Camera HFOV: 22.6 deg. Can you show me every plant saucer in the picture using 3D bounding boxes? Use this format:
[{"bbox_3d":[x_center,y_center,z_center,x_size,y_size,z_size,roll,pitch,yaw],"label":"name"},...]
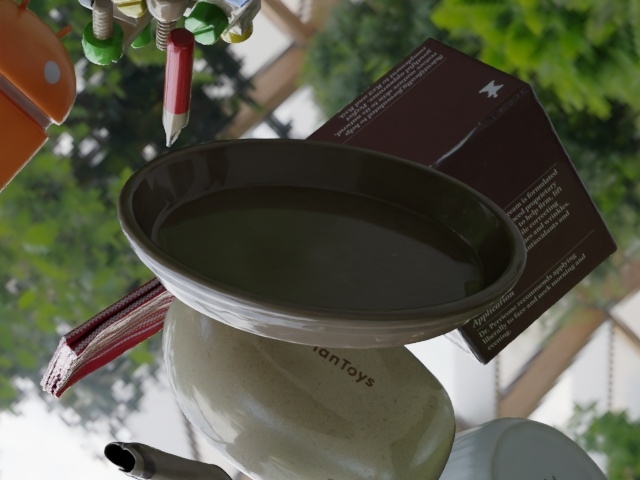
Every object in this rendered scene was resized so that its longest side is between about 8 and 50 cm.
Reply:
[{"bbox_3d":[0.000,0.000,1.086,0.278,0.041,0.278,6,-155,-3],"label":"plant saucer"}]

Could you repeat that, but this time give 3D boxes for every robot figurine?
[{"bbox_3d":[-0.268,-0.091,1.166,0.158,0.219,0.128,44,175,-30],"label":"robot figurine"}]

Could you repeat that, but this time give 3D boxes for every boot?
[{"bbox_3d":[-0.144,0.217,1.493,0.118,0.042,0.087,10,170,43],"label":"boot"}]

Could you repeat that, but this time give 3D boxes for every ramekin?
[{"bbox_3d":[0.189,0.291,1.510,0.273,0.127,0.273,30,-141,-28],"label":"ramekin"}]

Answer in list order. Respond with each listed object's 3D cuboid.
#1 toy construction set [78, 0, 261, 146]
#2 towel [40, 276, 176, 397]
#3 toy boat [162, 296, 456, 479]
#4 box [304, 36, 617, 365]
[{"bbox_3d":[-0.141,-0.219,1.494,0.237,0.258,0.308,101,173,-54],"label":"toy construction set"},{"bbox_3d":[-0.236,0.104,1.907,0.031,0.199,0.275,54,159,5],"label":"towel"},{"bbox_3d":[-0.055,0.170,1.301,0.267,0.148,0.318,38,-131,9],"label":"toy boat"},{"bbox_3d":[0.120,-0.036,1.409,0.203,0.168,0.167,56,170,-33],"label":"box"}]
